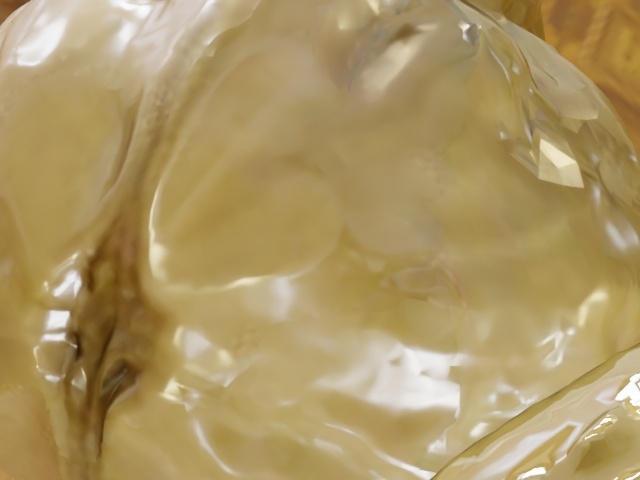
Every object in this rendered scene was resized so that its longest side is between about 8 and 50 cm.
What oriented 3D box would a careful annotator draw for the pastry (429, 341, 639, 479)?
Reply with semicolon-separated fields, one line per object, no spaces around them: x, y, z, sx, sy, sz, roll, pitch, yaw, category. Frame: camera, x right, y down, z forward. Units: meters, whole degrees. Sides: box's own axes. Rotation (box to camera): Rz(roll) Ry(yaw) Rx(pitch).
0.114;0.152;0.410;0.284;0.315;0.184;20;14;-3;pastry

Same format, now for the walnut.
-0.013;0.000;0.913;0.383;0.383;0.383;16;51;-21;walnut
